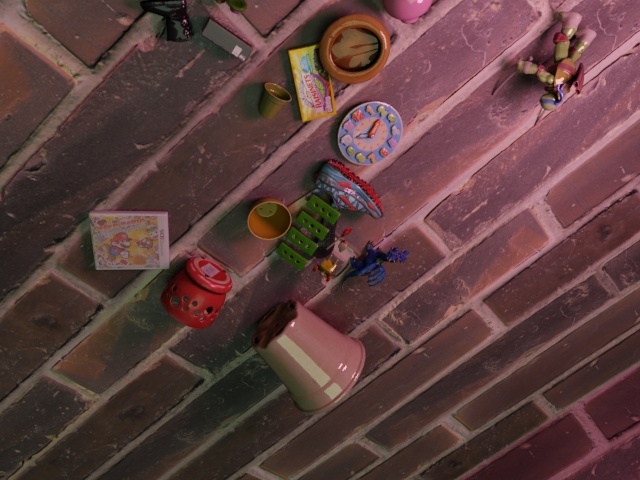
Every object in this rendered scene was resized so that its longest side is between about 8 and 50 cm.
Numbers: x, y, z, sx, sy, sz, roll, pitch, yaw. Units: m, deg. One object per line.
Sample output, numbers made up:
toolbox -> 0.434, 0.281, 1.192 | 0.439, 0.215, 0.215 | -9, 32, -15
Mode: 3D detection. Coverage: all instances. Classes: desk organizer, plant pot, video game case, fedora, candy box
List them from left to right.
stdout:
video game case -> -0.593, 0.002, 1.602 | 0.227, 0.026, 0.206 | 0, 121, -12
plant pot -> -0.389, 0.163, 1.653 | 0.191, 0.191, 0.174 | 30, 108, -27
desk organizer -> -0.243, -0.523, 1.335 | 0.130, 0.050, 0.047 | 28, 112, -26
plant pot -> -0.164, -0.083, 1.602 | 0.134, 0.095, 0.134 | -5, 122, -9
plant pot -> -0.137, -0.385, 1.435 | 0.083, 0.083, 0.079 | 21, 127, -23
plant pot -> -0.063, 0.385, 1.812 | 0.334, 0.333, 0.305 | -38, 111, 12
candy box -> -0.022, -0.445, 1.447 | 0.105, 0.027, 0.205 | -13, 123, -1
fedora -> 0.090, -0.524, 1.391 | 0.195, 0.079, 0.194 | -3, 123, -5

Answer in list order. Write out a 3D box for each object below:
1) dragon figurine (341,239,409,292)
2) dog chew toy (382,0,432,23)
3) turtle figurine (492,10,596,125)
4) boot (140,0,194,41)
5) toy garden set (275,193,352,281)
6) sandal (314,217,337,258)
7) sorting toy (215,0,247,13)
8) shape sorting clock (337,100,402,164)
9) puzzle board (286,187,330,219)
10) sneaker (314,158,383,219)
dragon figurine -> 0.168, 0.098, 1.759 | 0.289, 0.144, 0.085 | -42, 120, 14
dog chew toy -> 0.204, -0.699, 1.242 | 0.207, 0.206, 0.331 | -17, 131, -2
turtle figurine -> 0.668, -0.513, 1.514 | 0.198, 0.274, 0.266 | 25, 94, -1
boot -> -0.384, -0.554, 1.290 | 0.121, 0.045, 0.099 | -7, 125, -9
toy garden set -> 0.000, 0.000, 1.670 | 0.204, 0.049, 0.244 | 37, 114, 3
sandal -> 0.019, -0.021, 1.718 | 0.067, 0.040, 0.179 | 6, 113, -19
sorting toy -> -0.229, -0.600, 1.286 | 0.102, 0.061, 0.042 | 44, 141, 4
shape sorting clock -> 0.152, -0.322, 1.555 | 0.207, 0.040, 0.206 | -5, 123, -9
puzzle board -> -0.031, -0.109, 1.666 | 0.128, 0.011, 0.096 | -33, 122, 8
sneaker -> 0.088, -0.145, 1.632 | 0.262, 0.104, 0.125 | 38, 118, -21
